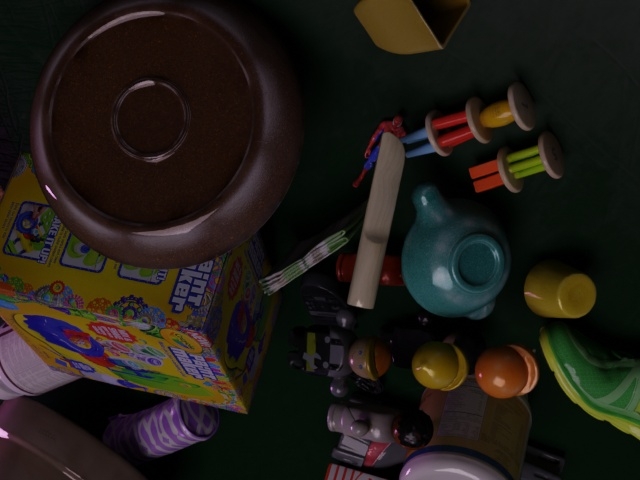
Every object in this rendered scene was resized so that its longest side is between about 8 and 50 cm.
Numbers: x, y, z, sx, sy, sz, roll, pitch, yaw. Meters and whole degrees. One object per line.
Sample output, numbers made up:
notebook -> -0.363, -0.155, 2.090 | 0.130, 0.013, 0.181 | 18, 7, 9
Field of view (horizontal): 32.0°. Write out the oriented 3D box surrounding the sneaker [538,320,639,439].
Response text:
sneaker -> 0.392, 0.174, 1.343 | 0.295, 0.109, 0.123 | 33, 108, -5

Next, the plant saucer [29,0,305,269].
plant saucer -> -0.172, -0.125, 1.172 | 0.311, 0.050, 0.310 | -1, 86, 11

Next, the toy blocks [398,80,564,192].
toy blocks -> 0.170, -0.097, 1.199 | 0.148, 0.054, 0.123 | -16, 125, 34

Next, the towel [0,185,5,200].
towel -> -0.554, -0.033, 1.440 | 0.332, 0.053, 0.317 | -8, 148, 13

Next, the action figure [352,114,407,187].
action figure -> 0.070, -0.098, 1.256 | 0.038, 0.030, 0.115 | 27, 133, 3

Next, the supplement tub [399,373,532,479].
supplement tub -> 0.187, 0.253, 1.406 | 0.144, 0.199, 0.144 | 11, 133, 12

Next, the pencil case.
pencil case -> -0.244, 0.283, 1.690 | 0.206, 0.088, 0.086 | -25, 161, 36

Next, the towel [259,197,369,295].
towel -> 0.000, 0.000, 1.314 | 0.023, 0.113, 0.152 | 49, 129, -8

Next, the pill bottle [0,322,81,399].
pill bottle -> -0.393, 0.154, 1.598 | 0.221, 0.121, 0.121 | -24, 119, 36

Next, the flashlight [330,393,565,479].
flashlight -> 0.170, 0.303, 1.527 | 0.304, 0.103, 0.103 | 20, 136, 4

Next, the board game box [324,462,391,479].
board game box -> 0.082, 0.359, 1.583 | 0.147, 0.045, 0.193 | 15, 169, 7

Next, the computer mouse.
computer mouse -> 0.036, 0.118, 1.464 | 0.071, 0.041, 0.242 | 4, 139, 29

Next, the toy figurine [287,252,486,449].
toy figurine -> 0.085, 0.130, 1.326 | 0.148, 0.209, 0.213 | 3, 132, 37

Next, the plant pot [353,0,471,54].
plant pot -> 0.083, -0.232, 1.097 | 0.083, 0.081, 0.081 | -12, 126, 44

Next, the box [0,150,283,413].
box -> -0.216, 0.057, 1.341 | 0.279, 0.177, 0.290 | 10, 156, 12

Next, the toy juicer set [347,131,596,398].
toy juicer set -> 0.135, 0.051, 1.232 | 0.329, 0.209, 0.089 | 33, 174, -21

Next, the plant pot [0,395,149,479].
plant pot -> -0.434, 0.440, 1.695 | 0.323, 0.280, 0.323 | 27, 153, 16
